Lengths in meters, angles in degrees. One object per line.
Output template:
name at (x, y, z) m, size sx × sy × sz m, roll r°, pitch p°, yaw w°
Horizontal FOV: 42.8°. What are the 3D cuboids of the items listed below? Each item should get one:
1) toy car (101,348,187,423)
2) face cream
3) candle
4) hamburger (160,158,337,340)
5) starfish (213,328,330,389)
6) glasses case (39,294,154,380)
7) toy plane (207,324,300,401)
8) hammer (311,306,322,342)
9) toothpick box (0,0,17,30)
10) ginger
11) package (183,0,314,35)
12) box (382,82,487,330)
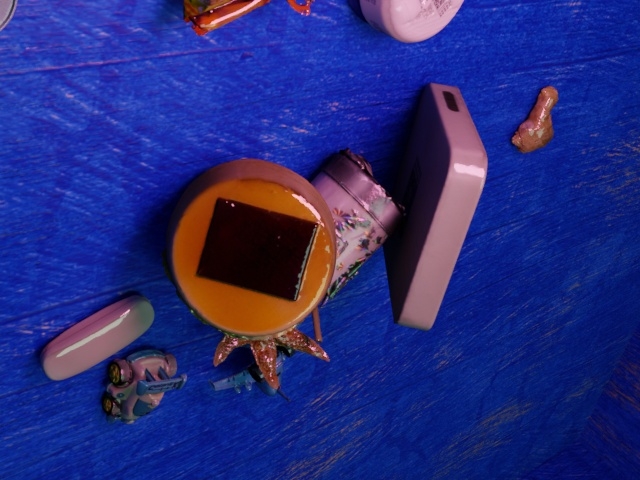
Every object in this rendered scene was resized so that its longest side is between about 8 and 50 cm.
toy car at (-0.324, 0.283, 1.483) m, size 0.126 × 0.098 × 0.161 m, roll 2°, pitch 118°, yaw -46°
face cream at (0.152, -0.432, 1.335) m, size 0.206 × 0.111 × 0.206 m, roll -31°, pitch 142°, yaw -28°
candle at (0.000, 0.000, 1.502) m, size 0.330 × 0.187 × 0.187 m, roll -46°, pitch 144°, yaw -1°
hamburger at (-0.115, 0.017, 1.331) m, size 0.300 × 0.300 × 0.176 m, roll -53°, pitch -173°, yaw 5°
starfish at (-0.104, 0.166, 1.554) m, size 0.277 × 0.062 × 0.236 m, roll 46°, pitch 67°, yaw -22°
glasses case at (-0.370, 0.161, 1.363) m, size 0.204 × 0.051 × 0.081 m, roll -30°, pitch 139°, yaw -25°
toy plane at (-0.113, 0.248, 1.680) m, size 0.254 × 0.105 × 0.271 m, roll -39°, pitch 140°, yaw -25°
hammer at (-0.016, 0.106, 1.594) m, size 0.013 × 0.199 × 0.062 m, roll -20°, pitch 147°, yaw 20°
toothpick box at (-0.393, -0.280, 0.850) m, size 0.101 × 0.153 × 0.101 m, roll -28°, pitch 140°, yaw -27°
ginger at (0.516, -0.273, 1.905) m, size 0.096 × 0.067 × 0.165 m, roll 22°, pitch 106°, yaw -31°
package at (-0.102, -0.425, 1.079) m, size 0.223 × 0.108 × 0.288 m, roll -19°, pitch 128°, yaw -28°
box at (0.205, -0.068, 1.538) m, size 0.090 × 0.367 × 0.373 m, roll 10°, pitch 122°, yaw -6°
